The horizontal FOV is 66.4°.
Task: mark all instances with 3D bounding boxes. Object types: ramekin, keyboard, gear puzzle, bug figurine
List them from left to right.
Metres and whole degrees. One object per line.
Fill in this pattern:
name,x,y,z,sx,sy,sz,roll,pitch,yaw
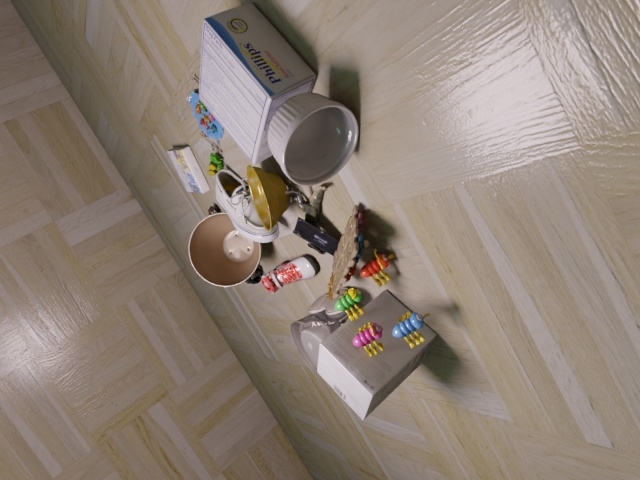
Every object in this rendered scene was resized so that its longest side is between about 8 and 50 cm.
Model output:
ramekin,-0.025,-0.243,1.137,0.109,0.207,0.207,48,154,35
keyboard,0.000,0.000,1.494,0.180,0.023,0.108,30,142,5
gear puzzle,0.071,0.070,1.373,0.044,0.175,0.339,10,141,-9
bug figurine,0.147,0.170,1.280,0.072,0.216,0.279,26,-150,-51

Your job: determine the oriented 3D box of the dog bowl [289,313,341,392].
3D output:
dog bowl,0.029,0.432,1.905,0.349,0.102,0.348,39,148,30

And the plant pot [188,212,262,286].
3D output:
plant pot,-0.352,0.028,1.947,0.284,0.284,0.191,55,-171,1

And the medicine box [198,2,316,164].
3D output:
medicine box,-0.175,-0.393,1.262,0.263,0.149,0.289,51,152,10

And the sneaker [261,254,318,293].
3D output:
sneaker,-0.119,0.130,1.761,0.090,0.145,0.270,60,153,-9

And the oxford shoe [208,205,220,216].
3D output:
oxford shoe,-0.475,-0.054,2.196,0.083,0.096,0.227,37,146,36

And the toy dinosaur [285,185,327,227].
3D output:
toy dinosaur,-0.044,-0.109,1.468,0.118,0.064,0.268,33,148,11

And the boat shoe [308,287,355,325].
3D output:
boat shoe,0.061,0.231,1.640,0.095,0.112,0.335,41,161,-10

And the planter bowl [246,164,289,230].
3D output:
planter bowl,-0.155,-0.145,1.549,0.217,0.090,0.217,162,90,-74

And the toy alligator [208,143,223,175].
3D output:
toy alligator,-0.388,-0.295,1.834,0.051,0.056,0.189,14,152,-7

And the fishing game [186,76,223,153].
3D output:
fishing game,-0.412,-0.437,1.724,0.189,0.041,0.264,43,151,17

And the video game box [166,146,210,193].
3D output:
video game box,-0.575,-0.307,2.127,0.187,0.048,0.205,15,133,55

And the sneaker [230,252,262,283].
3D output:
sneaker,-0.326,0.098,2.134,0.130,0.087,0.227,4,127,55

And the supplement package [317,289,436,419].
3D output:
supplement package,0.155,0.325,1.399,0.199,0.263,0.198,41,150,25

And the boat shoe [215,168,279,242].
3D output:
boat shoe,-0.267,-0.147,1.732,0.367,0.136,0.156,47,151,37
